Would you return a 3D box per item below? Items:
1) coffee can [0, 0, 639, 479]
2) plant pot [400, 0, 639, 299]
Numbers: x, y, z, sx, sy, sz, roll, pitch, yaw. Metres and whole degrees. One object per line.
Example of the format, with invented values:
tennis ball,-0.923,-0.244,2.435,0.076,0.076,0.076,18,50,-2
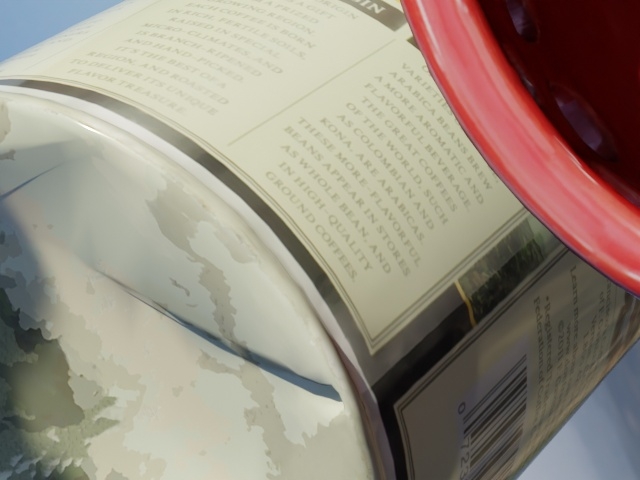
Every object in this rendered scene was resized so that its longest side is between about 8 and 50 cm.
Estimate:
coffee can,0.000,0.000,0.586,0.275,0.201,0.201,-37,-75,-49
plant pot,0.115,-0.079,0.361,0.191,0.191,0.174,65,-167,-3
